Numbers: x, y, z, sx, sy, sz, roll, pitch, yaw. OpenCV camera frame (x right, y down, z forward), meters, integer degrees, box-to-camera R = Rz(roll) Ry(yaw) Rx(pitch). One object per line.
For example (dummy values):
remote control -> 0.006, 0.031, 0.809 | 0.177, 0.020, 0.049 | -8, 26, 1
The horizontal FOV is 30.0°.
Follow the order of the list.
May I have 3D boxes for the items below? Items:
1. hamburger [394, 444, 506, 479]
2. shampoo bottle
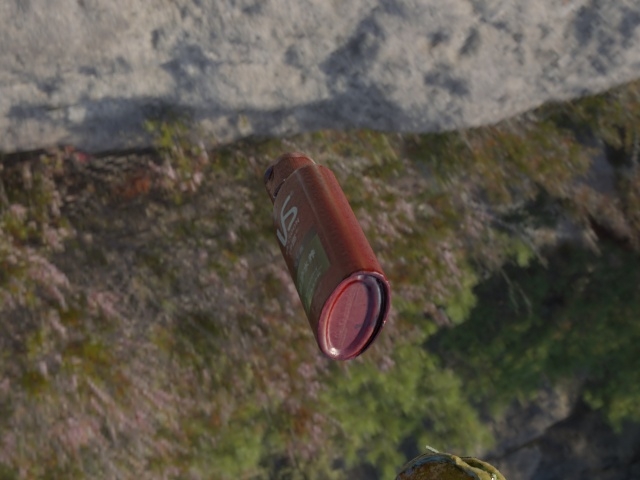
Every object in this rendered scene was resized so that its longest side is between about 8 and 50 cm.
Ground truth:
hamburger -> 0.178, 0.368, 1.629 | 0.177, 0.185, 0.113 | -30, 151, 27
shampoo bottle -> -0.001, 0.000, 1.357 | 0.076, 0.314, 0.118 | 3, 121, -18
